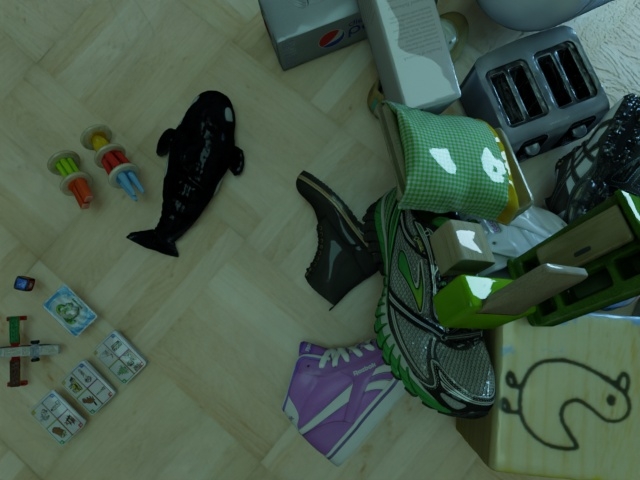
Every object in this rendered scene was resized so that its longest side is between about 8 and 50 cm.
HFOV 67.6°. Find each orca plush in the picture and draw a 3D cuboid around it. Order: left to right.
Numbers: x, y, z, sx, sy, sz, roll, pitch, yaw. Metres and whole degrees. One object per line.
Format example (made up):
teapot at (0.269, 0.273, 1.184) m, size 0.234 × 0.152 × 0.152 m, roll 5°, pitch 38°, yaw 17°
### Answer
orca plush at (-0.224, -0.121, 0.764) m, size 0.151 × 0.102 × 0.287 m, roll 34°, pitch 86°, yaw 7°

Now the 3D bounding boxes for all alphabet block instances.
alphabet block at (0.302, 0.192, 0.654) m, size 0.192 × 0.193 × 0.197 m, roll 4°, pitch 83°, yaw 5°

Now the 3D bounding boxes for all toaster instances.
toaster at (0.323, -0.224, 0.746) m, size 0.168 × 0.110 × 0.185 m, roll -20°, pitch 82°, yaw -1°

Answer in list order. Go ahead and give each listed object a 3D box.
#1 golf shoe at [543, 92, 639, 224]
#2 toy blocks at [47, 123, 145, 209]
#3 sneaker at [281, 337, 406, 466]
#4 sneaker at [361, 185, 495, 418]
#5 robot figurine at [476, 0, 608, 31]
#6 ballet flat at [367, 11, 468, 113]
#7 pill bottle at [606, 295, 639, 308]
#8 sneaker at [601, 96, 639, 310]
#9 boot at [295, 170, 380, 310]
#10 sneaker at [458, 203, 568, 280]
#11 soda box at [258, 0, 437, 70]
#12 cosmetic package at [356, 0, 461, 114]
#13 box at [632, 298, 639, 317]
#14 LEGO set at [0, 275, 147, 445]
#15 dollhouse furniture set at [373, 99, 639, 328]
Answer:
golf shoe at (0.390, -0.120, 0.697) m, size 0.077 × 0.094 × 0.198 m, roll 15°, pitch 105°, yaw -29°
toy blocks at (-0.360, -0.101, 0.778) m, size 0.123 × 0.054 × 0.148 m, roll -40°, pitch 70°, yaw -2°
sneaker at (0.055, 0.177, 0.716) m, size 0.161 × 0.102 × 0.282 m, roll 41°, pitch 86°, yaw 11°
sneaker at (0.146, 0.052, 0.616) m, size 0.134 × 0.146 × 0.343 m, roll 7°, pitch 55°, yaw -28°
robot figurine at (0.355, -0.426, 0.689) m, size 0.353 × 0.300 × 0.200 m, roll -30°, pitch 111°, yaw -27°
ballet flat at (0.167, -0.296, 0.781) m, size 0.080 × 0.073 × 0.232 m, roll 39°, pitch 86°, yaw 9°
pill bottle at (0.344, 0.046, 0.625) m, size 0.160 × 0.087 × 0.087 m, roll 4°, pitch 82°, yaw -32°
sneaker at (0.472, -0.058, 0.732) m, size 0.139 × 0.125 × 0.341 m, roll 24°, pitch 88°, yaw 34°
boot at (0.000, 0.000, 0.756) m, size 0.137 × 0.077 × 0.198 m, roll -44°, pitch 82°, yaw 2°
sneaker at (0.242, -0.036, 0.705) m, size 0.305 × 0.114 × 0.152 m, roll 44°, pitch 62°, yaw 8°
soda box at (0.048, -0.392, 0.790) m, size 0.286 × 0.091 × 0.098 m, roll -21°, pitch 82°, yaw 0°
cosmetic package at (0.119, -0.291, 0.685) m, size 0.085 × 0.117 × 0.231 m, roll -18°, pitch 93°, yaw 1°
box at (0.643, 0.163, 0.651) m, size 0.345 × 0.168 × 0.215 m, roll 27°, pitch 85°, yaw 6°
LEGO set at (-0.429, 0.176, 0.776) m, size 0.244 × 0.060 × 0.182 m, roll 45°, pitch 83°, yaw -2°
dollhouse furniture set at (0.204, -0.069, 0.530) m, size 0.197 × 0.151 × 0.301 m, roll 7°, pitch 57°, yaw -29°
